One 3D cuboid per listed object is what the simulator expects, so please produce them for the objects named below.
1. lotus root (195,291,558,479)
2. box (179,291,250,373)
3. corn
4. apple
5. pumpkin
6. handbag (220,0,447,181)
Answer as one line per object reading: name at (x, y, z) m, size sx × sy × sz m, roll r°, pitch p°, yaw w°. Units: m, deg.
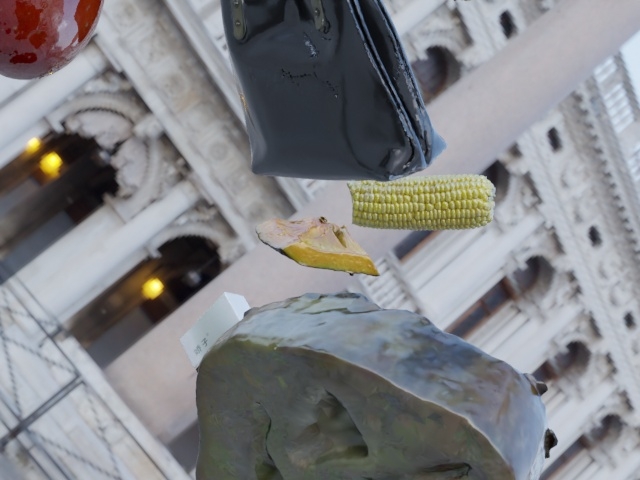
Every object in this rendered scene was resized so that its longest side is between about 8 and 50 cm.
lotus root at (0.043, 0.223, 0.805) m, size 0.375 × 0.111 × 0.390 m, roll -28°, pitch -79°, yaw 44°
box at (-0.085, 0.141, 1.067) m, size 0.040 × 0.084 × 0.154 m, roll 11°, pitch 38°, yaw -52°
corn at (0.164, -0.062, 1.622) m, size 0.244 × 0.093 × 0.093 m, roll -1°, pitch -32°, yaw 14°
apple at (-0.372, -0.306, 1.108) m, size 0.260 × 0.217 × 0.260 m, roll 19°, pitch 7°, yaw -3°
pumpkin at (-0.001, 0.000, 0.868) m, size 0.101 × 0.035 × 0.073 m, roll 10°, pitch 23°, yaw -24°
handbag at (-0.006, -0.231, 1.347) m, size 0.342 × 0.152 × 0.288 m, roll 7°, pitch -56°, yaw 45°
